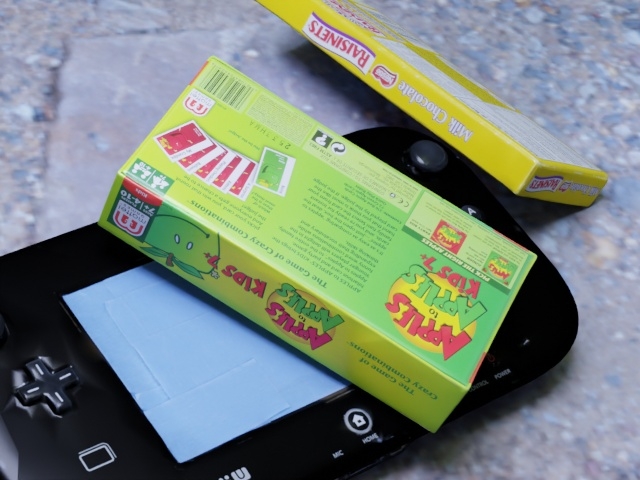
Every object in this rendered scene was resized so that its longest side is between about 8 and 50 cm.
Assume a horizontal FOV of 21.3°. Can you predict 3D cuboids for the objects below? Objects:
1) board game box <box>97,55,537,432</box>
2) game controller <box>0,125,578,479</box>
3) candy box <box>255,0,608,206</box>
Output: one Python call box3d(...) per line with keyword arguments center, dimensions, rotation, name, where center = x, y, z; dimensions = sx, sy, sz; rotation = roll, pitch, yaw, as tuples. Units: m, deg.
box3d(center=(0.000, 0.000, 0.789), dimensions=(0.181, 0.043, 0.092), rotation=(32, 50, 1), name="board game box")
box3d(center=(-0.025, 0.042, 0.805), dimensions=(0.319, 0.067, 0.166), rotation=(-22, 52, -34), name="game controller")
box3d(center=(0.062, -0.087, 0.972), dimensions=(0.206, 0.027, 0.105), rotation=(39, 19, 26), name="candy box")
